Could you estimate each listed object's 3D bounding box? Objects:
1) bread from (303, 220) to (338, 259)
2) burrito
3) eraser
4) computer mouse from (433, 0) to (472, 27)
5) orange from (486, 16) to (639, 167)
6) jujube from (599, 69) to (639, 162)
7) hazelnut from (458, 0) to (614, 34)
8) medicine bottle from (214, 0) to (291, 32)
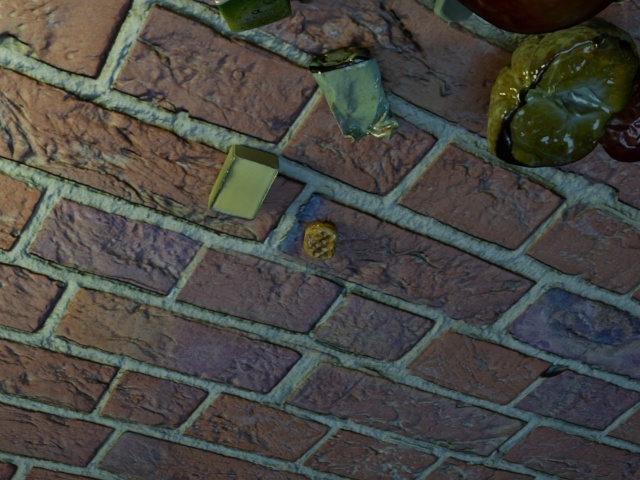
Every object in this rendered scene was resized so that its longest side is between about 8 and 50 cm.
[{"bbox_3d":[0.000,0.000,2.309,0.083,0.044,0.111,2,131,-6],"label":"bread"},{"bbox_3d":[0.080,-0.309,2.002,0.144,0.089,0.229,-9,135,19],"label":"burrito"},{"bbox_3d":[-0.178,-0.132,2.146,0.117,0.058,0.172,14,130,-20],"label":"eraser"},{"bbox_3d":[0.283,-0.509,1.863,0.089,0.056,0.182,8,134,-11],"label":"computer mouse"},{"bbox_3d":[0.500,-0.321,1.969,0.271,0.210,0.369,15,127,-24],"label":"orange"},{"bbox_3d":[0.723,-0.292,2.072,0.255,0.190,0.190,-42,127,7],"label":"jujube"},{"bbox_3d":[0.363,-0.558,1.606,0.421,0.353,0.421,13,121,23],"label":"hazelnut"},{"bbox_3d":[-0.138,-0.480,1.751,0.132,0.088,0.188,-15,164,6],"label":"medicine bottle"}]
